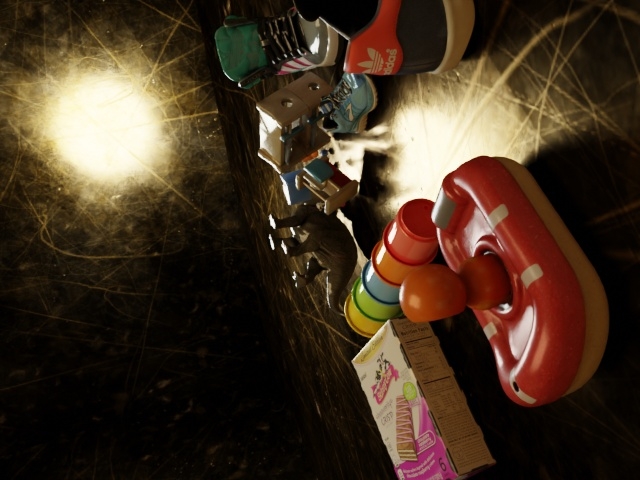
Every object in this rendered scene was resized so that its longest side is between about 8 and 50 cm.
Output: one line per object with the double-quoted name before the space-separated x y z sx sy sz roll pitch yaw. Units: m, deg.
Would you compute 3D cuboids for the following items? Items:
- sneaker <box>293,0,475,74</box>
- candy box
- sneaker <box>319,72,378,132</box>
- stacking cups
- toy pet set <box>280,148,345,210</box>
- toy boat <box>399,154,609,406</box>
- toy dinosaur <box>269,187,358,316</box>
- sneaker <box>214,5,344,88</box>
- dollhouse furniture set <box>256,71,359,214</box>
"sneaker" 0.026 -0.317 0.654 0.131 0.148 0.350 98 154 -59
"candy box" 0.142 0.246 0.908 0.233 0.071 0.159 68 150 28
"sneaker" 0.037 -0.203 0.903 0.162 0.073 0.063 104 149 -65
"stacking cups" 0.100 0.049 0.878 0.316 0.096 0.096 102 150 -63
"toy pet set" -0.015 -0.115 1.137 0.065 0.114 0.122 120 131 -71
"toy boat" 0.145 0.041 0.561 0.151 0.151 0.231 95 156 -57
"toy dinosaur" 0.000 0.000 1.165 0.313 0.160 0.121 54 156 41
"sneaker" -0.080 -0.329 1.013 0.295 0.179 0.123 -161 56 -74
"dollhouse furniture set" -0.001 -0.170 1.060 0.184 0.129 0.129 42 153 21
